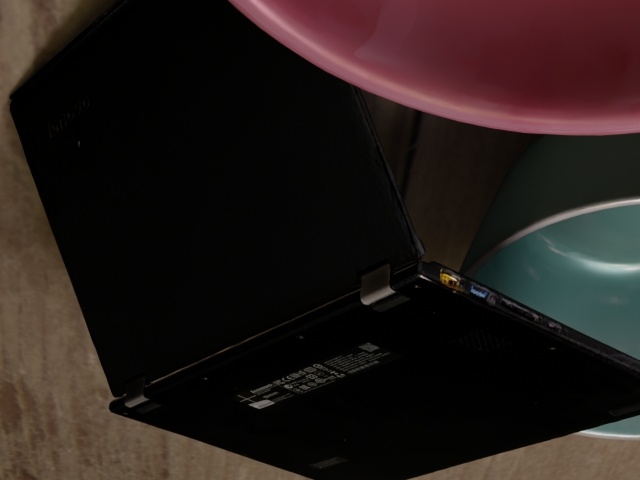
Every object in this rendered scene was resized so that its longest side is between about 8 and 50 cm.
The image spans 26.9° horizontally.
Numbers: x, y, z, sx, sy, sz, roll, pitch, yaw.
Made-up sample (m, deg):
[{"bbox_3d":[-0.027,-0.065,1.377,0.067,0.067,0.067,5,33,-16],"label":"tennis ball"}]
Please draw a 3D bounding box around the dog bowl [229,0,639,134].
[{"bbox_3d":[0.096,-0.202,0.519,0.408,0.150,0.408,10,146,7],"label":"dog bowl"}]

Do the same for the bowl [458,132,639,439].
[{"bbox_3d":[0.257,0.011,1.070,0.311,0.163,0.311,4,140,4],"label":"bowl"}]

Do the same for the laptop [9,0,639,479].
[{"bbox_3d":[0.000,0.000,1.023,0.408,0.236,0.382,25,148,-30],"label":"laptop"}]
